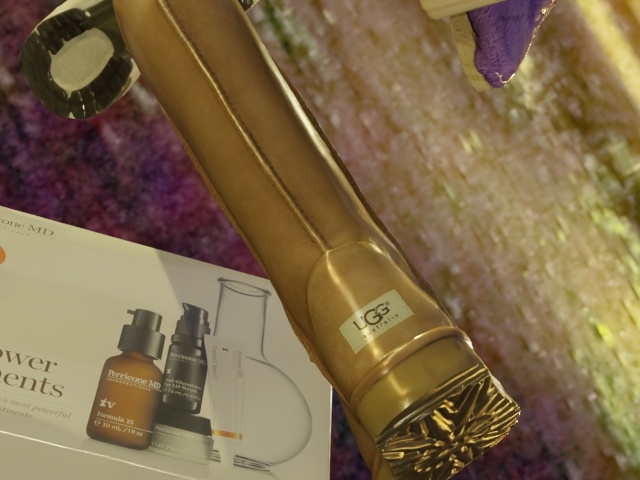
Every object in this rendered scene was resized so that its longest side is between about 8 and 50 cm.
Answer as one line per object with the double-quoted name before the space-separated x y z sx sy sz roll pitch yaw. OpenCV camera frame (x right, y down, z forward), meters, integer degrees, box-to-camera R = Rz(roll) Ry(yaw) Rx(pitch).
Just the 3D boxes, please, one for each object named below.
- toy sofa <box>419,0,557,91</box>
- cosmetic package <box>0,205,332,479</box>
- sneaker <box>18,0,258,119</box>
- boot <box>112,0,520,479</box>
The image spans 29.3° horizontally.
"toy sofa" 0.185 -0.257 0.788 0.362 0.150 0.177 -52 123 -46
"cosmetic package" -0.179 0.116 1.055 0.377 0.097 0.284 15 31 -9
"sneaker" -0.190 -0.314 1.498 0.158 0.410 0.182 53 28 -17
"boot" 0.000 0.000 0.675 0.269 0.089 0.236 56 -9 24
